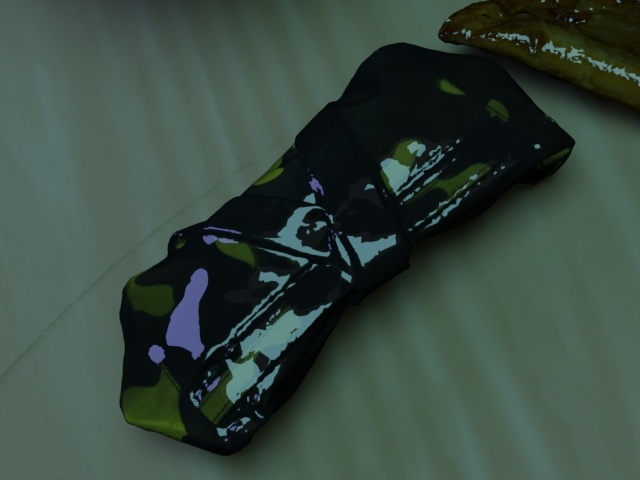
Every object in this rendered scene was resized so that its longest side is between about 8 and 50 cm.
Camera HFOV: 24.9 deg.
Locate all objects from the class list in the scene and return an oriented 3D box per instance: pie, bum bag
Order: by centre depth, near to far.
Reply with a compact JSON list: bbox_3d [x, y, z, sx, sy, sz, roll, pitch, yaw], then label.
[{"bbox_3d":[0.000,0.000,0.647,0.232,0.060,0.107,-40,58,-10],"label":"bum bag"},{"bbox_3d":[0.158,-0.088,0.672,0.191,0.033,0.088,22,57,18],"label":"pie"}]
